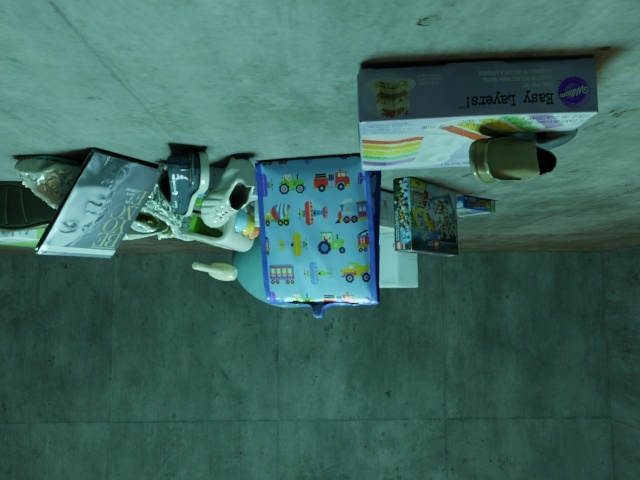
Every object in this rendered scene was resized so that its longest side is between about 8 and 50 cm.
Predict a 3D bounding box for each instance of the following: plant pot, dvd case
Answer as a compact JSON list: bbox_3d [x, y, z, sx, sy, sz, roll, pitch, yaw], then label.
[{"bbox_3d":[-0.087,0.015,1.571,0.290,0.290,0.195,2,137,-27],"label":"plant pot"},{"bbox_3d":[-0.405,-0.059,1.027,0.018,0.221,0.164,44,-164,24],"label":"dvd case"}]

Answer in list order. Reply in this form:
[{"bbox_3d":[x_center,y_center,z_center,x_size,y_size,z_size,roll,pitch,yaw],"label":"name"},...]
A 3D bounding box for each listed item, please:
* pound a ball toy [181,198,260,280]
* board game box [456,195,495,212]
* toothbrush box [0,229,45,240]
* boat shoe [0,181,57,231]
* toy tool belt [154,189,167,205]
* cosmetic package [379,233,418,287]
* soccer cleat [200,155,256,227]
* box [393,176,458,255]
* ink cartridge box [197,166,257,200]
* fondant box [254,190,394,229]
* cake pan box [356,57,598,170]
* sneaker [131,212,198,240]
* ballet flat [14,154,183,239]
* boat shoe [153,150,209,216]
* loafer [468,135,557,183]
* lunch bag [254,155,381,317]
[{"bbox_3d":[-0.228,-0.005,1.352,0.135,0.208,0.319,10,175,5],"label":"pound a ball toy"},{"bbox_3d":[0.358,-0.087,1.528,0.136,0.035,0.201,4,173,-38],"label":"board game box"},{"bbox_3d":[-0.727,-0.045,1.434,0.206,0.122,0.283,-3,175,27],"label":"toothbrush box"},{"bbox_3d":[-0.621,-0.069,1.248,0.307,0.111,0.104,1,173,-8],"label":"boat shoe"},{"bbox_3d":[-0.313,-0.106,1.177,0.051,0.052,0.083,7,149,20],"label":"toy tool belt"},{"bbox_3d":[0.234,0.030,1.711,0.085,0.231,0.117,3,173,-28],"label":"cosmetic package"},{"bbox_3d":[-0.175,-0.074,1.038,0.068,0.076,0.196,1,146,-33],"label":"soccer cleat"},{"bbox_3d":[0.246,-0.048,1.272,0.044,0.159,0.233,-4,173,38],"label":"box"},{"bbox_3d":[-0.189,-0.112,1.134,0.122,0.052,0.088,6,172,-37],"label":"ink cartridge box"},{"bbox_3d":[0.036,-0.071,1.359,0.238,0.096,0.330,-4,174,39],"label":"fondant box"},{"bbox_3d":[0.180,-0.149,0.703,0.266,0.070,0.246,-2,177,3],"label":"cake pan box"},{"bbox_3d":[-0.457,-0.055,1.629,0.232,0.091,0.115,14,175,-32],"label":"sneaker"},{"bbox_3d":[-0.421,-0.071,1.141,0.146,0.147,0.409,-3,173,27],"label":"ballet flat"},{"bbox_3d":[-0.266,-0.101,1.026,0.079,0.095,0.254,0,173,-23],"label":"boat shoe"},{"bbox_3d":[0.227,-0.097,0.649,0.148,0.056,0.050,-10,-179,-42],"label":"loafer"},{"bbox_3d":[0.000,0.000,1.050,0.220,0.294,0.138,-1,174,15],"label":"lunch bag"}]
